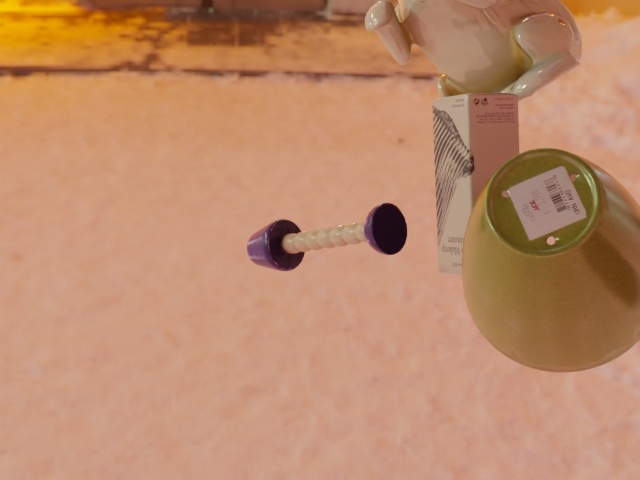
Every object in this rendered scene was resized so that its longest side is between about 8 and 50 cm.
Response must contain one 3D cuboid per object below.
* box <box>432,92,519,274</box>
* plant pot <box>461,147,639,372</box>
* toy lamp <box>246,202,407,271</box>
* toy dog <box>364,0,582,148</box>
[{"bbox_3d":[0.240,-0.085,1.836,0.094,0.275,0.113,-3,1,-25],"label":"box"},{"bbox_3d":[0.294,-0.001,1.513,0.274,0.275,0.293,9,-17,19],"label":"plant pot"},{"bbox_3d":[0.000,0.000,1.680,0.080,0.080,0.274,-17,8,-43],"label":"toy lamp"},{"bbox_3d":[0.257,-0.422,1.995,0.395,0.408,0.284,-34,2,-31],"label":"toy dog"}]
